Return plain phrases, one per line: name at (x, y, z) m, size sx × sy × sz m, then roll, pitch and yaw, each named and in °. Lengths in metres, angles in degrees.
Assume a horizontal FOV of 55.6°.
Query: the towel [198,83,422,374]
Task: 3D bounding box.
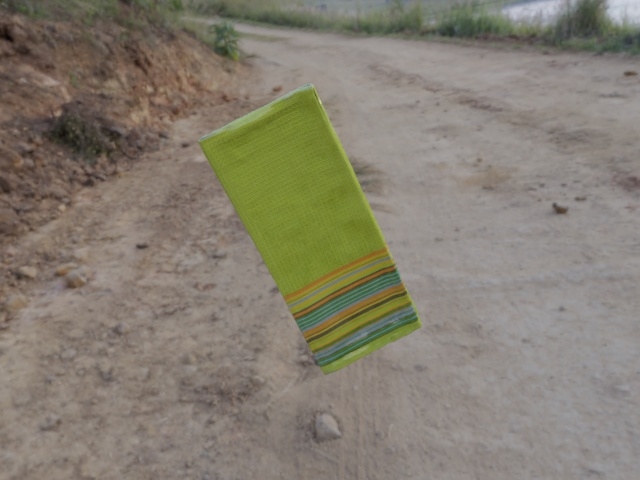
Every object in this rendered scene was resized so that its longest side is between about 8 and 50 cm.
towel at (0.000, 0.000, 0.504) m, size 0.102 × 0.237 × 0.021 m, roll -29°, pitch 22°, yaw -6°
